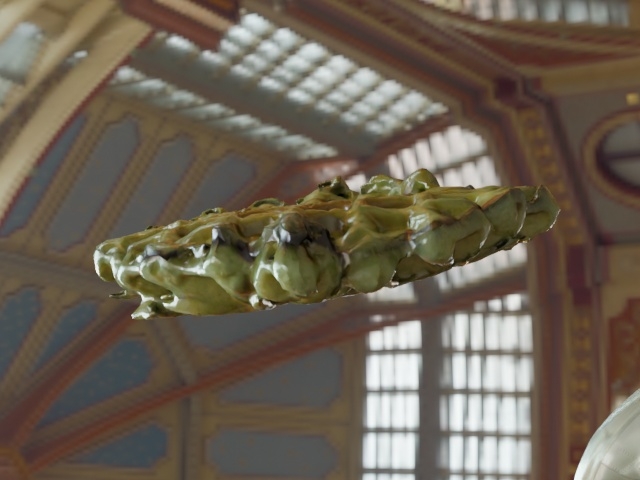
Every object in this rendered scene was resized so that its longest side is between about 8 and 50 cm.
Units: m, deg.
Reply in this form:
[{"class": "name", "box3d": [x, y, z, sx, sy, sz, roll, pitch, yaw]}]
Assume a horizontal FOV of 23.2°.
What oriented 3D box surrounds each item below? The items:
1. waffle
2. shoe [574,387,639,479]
[{"class": "waffle", "box3d": [0.000, 0.000, 1.163, 0.297, 0.317, 0.073, -14, -82, -40]}, {"class": "shoe", "box3d": [0.345, 0.180, 1.444, 0.095, 0.110, 0.265, 38, -90, -38]}]
